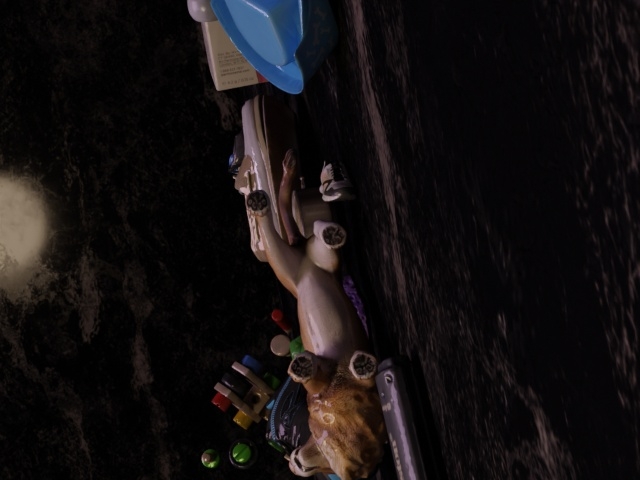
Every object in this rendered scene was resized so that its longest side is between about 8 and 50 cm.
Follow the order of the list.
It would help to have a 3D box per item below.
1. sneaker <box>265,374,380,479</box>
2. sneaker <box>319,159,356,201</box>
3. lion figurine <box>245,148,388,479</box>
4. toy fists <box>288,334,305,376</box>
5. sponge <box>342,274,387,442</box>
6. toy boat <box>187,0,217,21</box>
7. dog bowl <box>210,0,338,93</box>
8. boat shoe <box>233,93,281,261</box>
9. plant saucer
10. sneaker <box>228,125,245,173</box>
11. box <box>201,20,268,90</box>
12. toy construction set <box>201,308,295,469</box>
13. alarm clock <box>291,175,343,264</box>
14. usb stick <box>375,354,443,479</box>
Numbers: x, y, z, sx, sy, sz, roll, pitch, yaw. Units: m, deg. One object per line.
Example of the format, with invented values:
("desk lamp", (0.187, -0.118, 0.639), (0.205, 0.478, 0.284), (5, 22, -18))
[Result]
("sneaker", (-0.003, 0.287, 1.823), (0.125, 0.140, 0.341), (49, -172, -15))
("sneaker", (0.018, -0.074, 1.540), (0.109, 0.040, 0.043), (-133, 41, -72))
("lion figurine", (0.005, 0.103, 1.550), (0.240, 0.142, 0.392), (69, -167, -70))
("toy fists", (0.002, 0.294, 2.152), (0.142, 0.096, 0.279), (-118, 16, -75))
("sponge", (0.053, 0.166, 1.707), (0.117, 0.031, 0.210), (-114, 13, -71))
("toy boat", (-0.115, -0.386, 1.703), (0.318, 0.148, 0.267), (103, 155, -76))
("dog bowl", (-0.068, -0.296, 1.362), (0.166, 0.074, 0.297), (37, 160, 39))
("boat shoe", (-0.101, -0.109, 2.167), (0.113, 0.103, 0.302), (20, -127, -57))
("plant saucer", (-0.042, -0.078, 1.935), (0.310, 0.050, 0.310), (-10, -90, -89))
("sneaker", (-0.106, -0.114, 2.286), (0.079, 0.121, 0.216), (-119, 18, -75))
("box", (-0.133, -0.380, 1.996), (0.148, 0.127, 0.232), (-111, 12, -63))
("toy construction set", (-0.065, 0.309, 2.412), (0.237, 0.258, 0.308), (56, -139, -72))
("alarm clock", (0.000, 0.000, 1.718), (0.192, 0.064, 0.129), (-101, 6, -57))
("usb stick", (0.106, 0.258, 1.283), (0.077, 0.045, 0.278), (99, 160, -76))
